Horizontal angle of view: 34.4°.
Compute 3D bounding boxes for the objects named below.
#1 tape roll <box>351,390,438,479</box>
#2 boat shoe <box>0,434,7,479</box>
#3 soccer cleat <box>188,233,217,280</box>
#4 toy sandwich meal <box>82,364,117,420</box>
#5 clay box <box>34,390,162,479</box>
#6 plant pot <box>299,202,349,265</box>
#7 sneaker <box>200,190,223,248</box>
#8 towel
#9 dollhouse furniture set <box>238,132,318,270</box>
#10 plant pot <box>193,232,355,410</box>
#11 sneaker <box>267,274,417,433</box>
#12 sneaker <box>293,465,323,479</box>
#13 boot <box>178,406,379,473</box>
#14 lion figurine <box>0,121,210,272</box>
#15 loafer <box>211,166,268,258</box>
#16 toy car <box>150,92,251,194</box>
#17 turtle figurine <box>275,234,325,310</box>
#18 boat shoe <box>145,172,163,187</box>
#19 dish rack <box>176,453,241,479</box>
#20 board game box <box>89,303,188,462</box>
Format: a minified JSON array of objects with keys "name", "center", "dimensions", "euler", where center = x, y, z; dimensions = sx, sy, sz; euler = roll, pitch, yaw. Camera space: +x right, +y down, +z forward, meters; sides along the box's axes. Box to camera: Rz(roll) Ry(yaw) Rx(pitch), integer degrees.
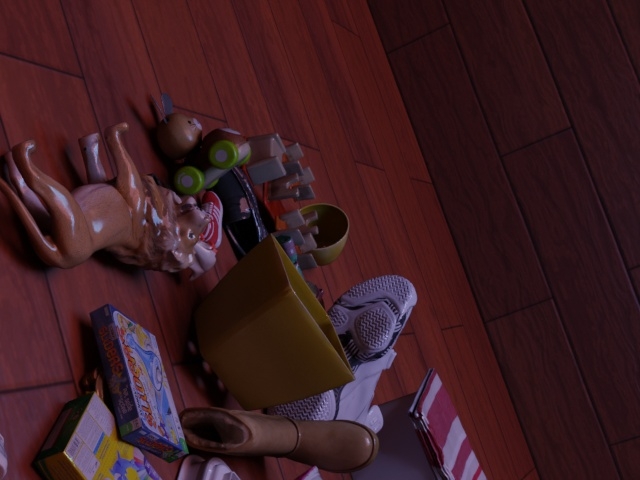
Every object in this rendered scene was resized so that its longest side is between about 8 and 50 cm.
[{"name":"tape roll","center":[0.181,0.451,2.157],"dimensions":[0.246,0.169,0.246],"euler":[52,25,-36]},{"name":"boat shoe","center":[-0.406,0.194,1.127],"dimensions":[0.184,0.066,0.063],"euler":[49,13,-36]},{"name":"soccer cleat","center":[-0.256,-0.013,1.705],"dimensions":[0.196,0.076,0.068],"euler":[43,4,-15]},{"name":"toy sandwich meal","center":[-0.298,0.215,1.419],"dimensions":[0.085,0.029,0.086],"euler":[-14,90,-78]},{"name":"clay box","center":[-0.268,0.321,1.342],"dimensions":[0.222,0.053,0.127],"euler":[60,20,-21]},{"name":"plant pot","center":[0.000,0.000,2.255],"dimensions":[0.095,0.134,0.134],"euler":[80,5,-48]},{"name":"sneaker","center":[-0.210,-0.048,1.879],"dimensions":[0.067,0.042,0.118],"euler":[42,34,-55]},{"name":"towel","center":[0.278,0.445,2.111],"dimensions":[0.329,0.037,0.237],"euler":[65,20,-7]},{"name":"dollhouse furniture set","center":[-0.106,-0.094,2.117],"dimensions":[0.259,0.135,0.262],"euler":[63,18,-44]},{"name":"plant pot","center":[-0.091,0.155,1.714],"dimensions":[0.212,0.187,0.212],"euler":[56,3,-27]},{"name":"sneaker","center":[0.064,0.241,1.926],"dimensions":[0.137,0.366,0.210],"euler":[32,-12,35]},{"name":"sneaker","center":[-0.013,0.444,1.654],"dimensions":[0.111,0.103,0.252],"euler":[53,-7,26]},{"name":"boot","center":[-0.061,0.317,1.639],"dimensions":[0.269,0.236,0.089],"euler":[30,62,-63]},{"name":"lion figurine","center":[-0.329,-0.035,1.489],"dimensions":[0.392,0.142,0.240],"euler":[-24,99,-55]},{"name":"loafer","center":[-0.155,-0.055,1.972],"dimensions":[0.078,0.076,0.223],"euler":[-69,137,-72]},{"name":"toy car","center":[-0.232,-0.190,1.854],"dimensions":[0.188,0.149,0.155],"euler":[54,9,-2]},{"name":"turtle figurine","center":[-0.048,0.116,1.978],"dimensions":[0.175,0.118,0.234],"euler":[-69,140,-59]},{"name":"boat shoe","center":[-0.263,-0.055,1.756],"dimensions":[0.142,0.040,0.049],"euler":[54,24,-31]},{"name":"dish rack","center":[-0.127,0.492,1.498],"dimensions":[0.286,0.072,0.333],"euler":[57,22,-25]},{"name":"board game box","center":[-0.254,0.200,1.449],"dimensions":[0.136,0.035,0.201],"euler":[50,14,-58]}]
